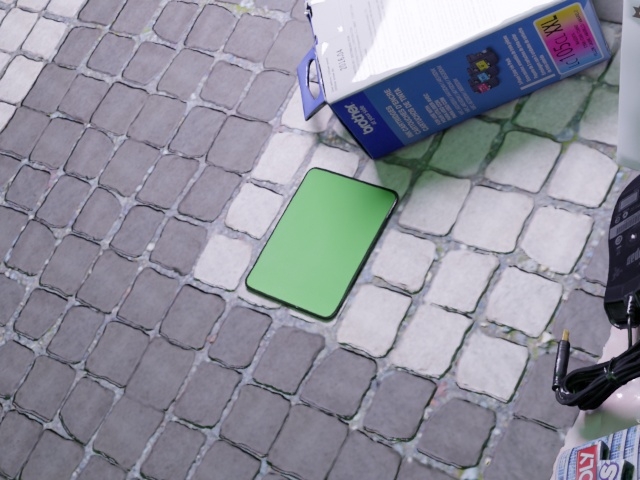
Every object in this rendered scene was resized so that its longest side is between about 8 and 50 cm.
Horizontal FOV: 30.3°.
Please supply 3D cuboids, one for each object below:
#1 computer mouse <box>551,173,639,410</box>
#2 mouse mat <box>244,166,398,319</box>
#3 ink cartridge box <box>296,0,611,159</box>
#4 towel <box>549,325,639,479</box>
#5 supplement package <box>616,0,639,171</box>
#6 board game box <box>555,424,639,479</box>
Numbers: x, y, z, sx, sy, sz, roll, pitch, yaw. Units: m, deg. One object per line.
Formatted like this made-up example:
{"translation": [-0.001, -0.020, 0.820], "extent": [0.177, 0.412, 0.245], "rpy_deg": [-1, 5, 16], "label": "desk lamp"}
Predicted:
{"translation": [0.314, 0.057, 1.204], "extent": [0.184, 0.060, 0.262], "rpy_deg": [-46, 23, 47], "label": "computer mouse"}
{"translation": [0.000, 0.000, 1.501], "extent": [0.152, 0.007, 0.190], "rpy_deg": [20, 75, 36], "label": "mouse mat"}
{"translation": [0.133, -0.285, 1.500], "extent": [0.395, 0.151, 0.270], "rpy_deg": [-21, 54, 16], "label": "ink cartridge box"}
{"translation": [0.373, 0.163, 1.096], "extent": [0.317, 0.053, 0.332], "rpy_deg": [1, 60, 58], "label": "towel"}
{"translation": [0.450, -0.186, 1.169], "extent": [0.199, 0.198, 0.262], "rpy_deg": [25, 45, 37], "label": "supplement package"}
{"translation": [0.255, 0.254, 1.054], "extent": [0.194, 0.060, 0.194], "rpy_deg": [-29, 36, 38], "label": "board game box"}
